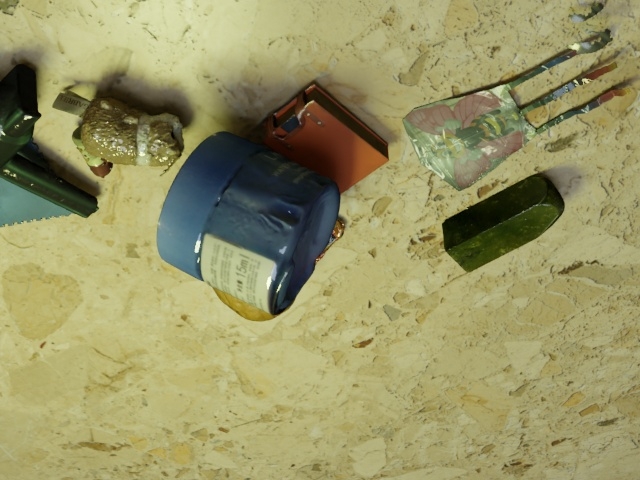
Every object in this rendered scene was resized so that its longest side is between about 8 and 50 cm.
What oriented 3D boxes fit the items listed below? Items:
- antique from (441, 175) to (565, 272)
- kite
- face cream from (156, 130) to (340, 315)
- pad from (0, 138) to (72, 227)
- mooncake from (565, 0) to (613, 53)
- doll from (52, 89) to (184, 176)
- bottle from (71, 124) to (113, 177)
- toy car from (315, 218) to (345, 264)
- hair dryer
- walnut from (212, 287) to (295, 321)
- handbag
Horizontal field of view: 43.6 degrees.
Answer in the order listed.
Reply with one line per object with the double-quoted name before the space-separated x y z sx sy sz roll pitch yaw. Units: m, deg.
"antique" 0.337 -0.033 1.459 0.221 0.081 0.080 -29 129 28
"kite" 0.320 -0.204 1.329 0.361 0.022 0.204 -22 131 28
"face cream" -0.110 -0.027 1.321 0.225 0.249 0.249 26 137 12
"pad" -0.618 -0.121 1.461 0.269 0.012 0.269 -7 135 10
"mooncake" 0.440 -0.418 1.086 0.150 0.057 0.346 10 131 11
"doll" -0.330 -0.182 1.313 0.221 0.105 0.114 20 107 -17
"bottle" -0.394 -0.151 1.395 0.047 0.063 0.101 -27 139 -13
"toy car" 0.000 0.000 1.542 0.059 0.035 0.122 28 132 -19
"hair dryer" -0.481 -0.142 1.369 0.244 0.116 0.302 -30 138 29
"walnut" -0.127 0.060 1.523 0.168 0.167 0.207 -13 131 15
"handbag" 0.008 -0.167 1.355 0.190 0.062 0.127 33 129 -32
